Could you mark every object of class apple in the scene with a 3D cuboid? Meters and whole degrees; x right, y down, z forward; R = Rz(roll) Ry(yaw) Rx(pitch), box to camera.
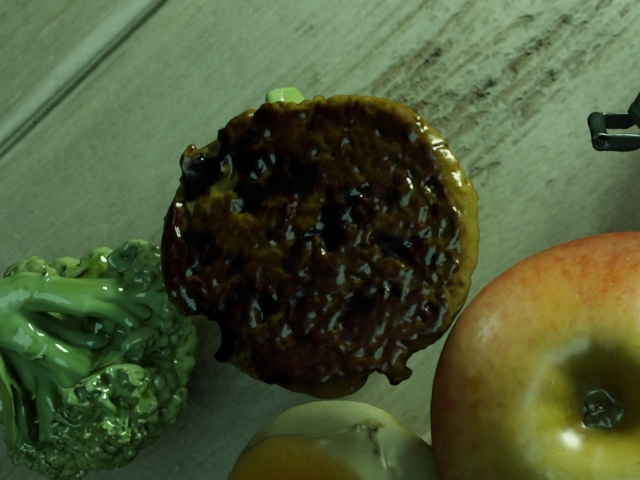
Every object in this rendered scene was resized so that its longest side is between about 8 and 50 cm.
[{"bbox_3d":[0.274,0.167,1.580,0.364,0.364,0.364,2,94,21],"label":"apple"}]

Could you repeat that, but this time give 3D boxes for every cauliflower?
[{"bbox_3d":[-0.265,0.100,1.828,0.327,0.260,0.281,-36,104,23],"label":"cauliflower"}]

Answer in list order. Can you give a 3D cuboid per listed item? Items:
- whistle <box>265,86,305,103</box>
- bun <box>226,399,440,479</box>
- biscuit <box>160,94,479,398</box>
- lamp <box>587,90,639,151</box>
[{"bbox_3d":[0.011,-0.025,1.776,0.106,0.131,0.288,-27,80,43],"label":"whistle"},{"bbox_3d":[0.044,0.297,1.755,0.299,0.165,0.299,13,111,38],"label":"bun"},{"bbox_3d":[0.000,0.004,1.664,0.334,0.081,0.289,6,89,28],"label":"biscuit"},{"bbox_3d":[0.379,-0.162,1.629,0.172,0.147,0.227,24,112,-6],"label":"lamp"}]
